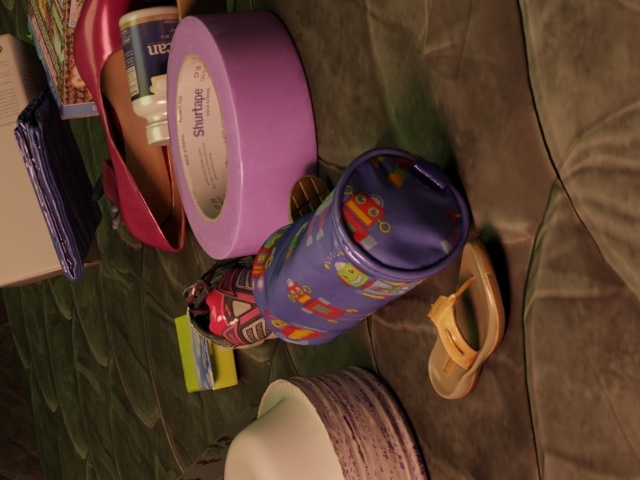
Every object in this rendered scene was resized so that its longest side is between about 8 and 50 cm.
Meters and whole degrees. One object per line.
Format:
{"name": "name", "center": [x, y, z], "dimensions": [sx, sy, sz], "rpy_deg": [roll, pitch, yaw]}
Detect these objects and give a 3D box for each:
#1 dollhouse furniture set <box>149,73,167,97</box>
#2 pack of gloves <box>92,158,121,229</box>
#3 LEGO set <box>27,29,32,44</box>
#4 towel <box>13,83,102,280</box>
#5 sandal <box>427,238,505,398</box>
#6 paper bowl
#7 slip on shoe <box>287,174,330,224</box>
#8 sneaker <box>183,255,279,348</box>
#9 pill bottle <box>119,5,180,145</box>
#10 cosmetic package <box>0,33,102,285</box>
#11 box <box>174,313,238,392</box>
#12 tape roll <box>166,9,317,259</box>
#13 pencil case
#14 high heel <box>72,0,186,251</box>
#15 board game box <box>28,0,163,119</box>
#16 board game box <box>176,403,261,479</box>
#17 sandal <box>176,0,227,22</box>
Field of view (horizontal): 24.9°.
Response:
{"name": "dollhouse furniture set", "center": [-0.171, -0.157, 1.787], "dimensions": [0.091, 0.081, 0.114], "rpy_deg": [-36, -67, -73]}
{"name": "pack of gloves", "center": [-0.337, -0.139, 2.267], "dimensions": [0.232, 0.046, 0.195], "rpy_deg": [-110, 20, -61]}
{"name": "LEGO set", "center": [-0.424, -0.355, 2.418], "dimensions": [0.087, 0.093, 0.227], "rpy_deg": [-11, 56, 36]}
{"name": "towel", "center": [-0.373, -0.097, 2.126], "dimensions": [0.336, 0.040, 0.243], "rpy_deg": [-98, -7, -73]}
{"name": "sandal", "center": [0.112, 0.075, 1.215], "dimensions": [0.180, 0.049, 0.072], "rpy_deg": [105, 149, -48]}
{"name": "paper bowl", "center": [-0.002, 0.278, 1.468], "dimensions": [0.284, 0.148, 0.284], "rpy_deg": [172, 90, -69]}
{"name": "slip on shoe", "center": [0.000, 0.000, 1.494], "dimensions": [0.041, 0.051, 0.135], "rpy_deg": [104, 146, -70]}
{"name": "sneaker", "center": [-0.113, 0.072, 1.728], "dimensions": [0.299, 0.112, 0.120], "rpy_deg": [158, 102, -70]}
{"name": "pill bottle", "center": [-0.202, -0.211, 1.873], "dimensions": [0.094, 0.094, 0.169], "rpy_deg": [165, 95, -70]}
{"name": "cosmetic package", "center": [-0.474, -0.117, 2.250], "dimensions": [0.197, 0.155, 0.365], "rpy_deg": [18, -122, -84]}
{"name": "box", "center": [-0.154, 0.148, 1.958], "dimensions": [0.178, 0.042, 0.109], "rpy_deg": [156, 104, -71]}
{"name": "tape roll", "center": [-0.093, -0.119, 1.631], "dimensions": [0.275, 0.090, 0.274], "rpy_deg": [170, 90, -70]}
{"name": "pencil case", "center": [0.029, 0.008, 1.318], "dimensions": [0.119, 0.133, 0.306], "rpy_deg": [35, 158, -6]}
{"name": "high heel", "center": [-0.234, -0.171, 1.963], "dimensions": [0.181, 0.127, 0.377], "rpy_deg": [38, 142, 44]}
{"name": "board game box", "center": [-0.324, -0.362, 2.070], "dimensions": [0.291, 0.141, 0.232], "rpy_deg": [102, 152, -43]}
{"name": "board game box", "center": [-0.097, 0.323, 1.632], "dimensions": [0.305, 0.053, 0.192], "rpy_deg": [-40, -53, -70]}
{"name": "sandal", "center": [-0.143, -0.315, 1.685], "dimensions": [0.079, 0.088, 0.240], "rpy_deg": [55, 153, 39]}
